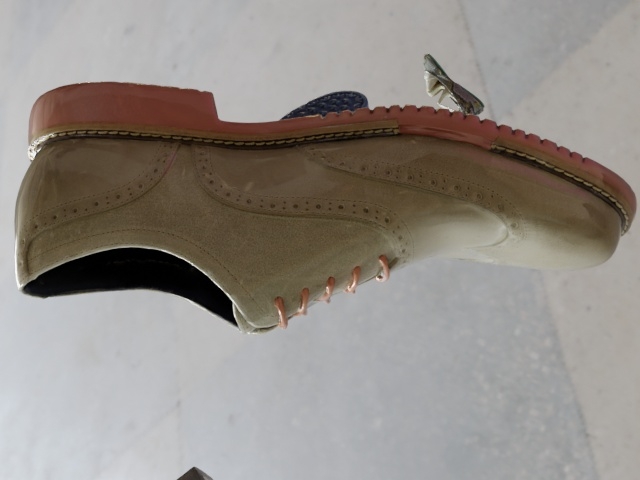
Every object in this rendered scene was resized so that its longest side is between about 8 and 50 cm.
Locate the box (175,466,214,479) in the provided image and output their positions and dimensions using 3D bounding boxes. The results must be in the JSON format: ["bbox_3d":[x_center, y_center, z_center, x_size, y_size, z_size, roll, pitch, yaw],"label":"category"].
[{"bbox_3d":[-0.167,0.362,1.216,0.231,0.056,0.183,-38,47,-1],"label":"box"}]

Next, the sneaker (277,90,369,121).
[{"bbox_3d":[-0.031,-0.072,1.382,0.232,0.090,0.081,-38,46,-12],"label":"sneaker"}]

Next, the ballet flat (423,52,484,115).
[{"bbox_3d":[0.154,-0.188,1.536,0.114,0.041,0.041,48,113,29],"label":"ballet flat"}]

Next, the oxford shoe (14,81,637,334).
[{"bbox_3d":[0.000,0.000,0.795,0.140,0.397,0.146,82,-166,-65],"label":"oxford shoe"}]
